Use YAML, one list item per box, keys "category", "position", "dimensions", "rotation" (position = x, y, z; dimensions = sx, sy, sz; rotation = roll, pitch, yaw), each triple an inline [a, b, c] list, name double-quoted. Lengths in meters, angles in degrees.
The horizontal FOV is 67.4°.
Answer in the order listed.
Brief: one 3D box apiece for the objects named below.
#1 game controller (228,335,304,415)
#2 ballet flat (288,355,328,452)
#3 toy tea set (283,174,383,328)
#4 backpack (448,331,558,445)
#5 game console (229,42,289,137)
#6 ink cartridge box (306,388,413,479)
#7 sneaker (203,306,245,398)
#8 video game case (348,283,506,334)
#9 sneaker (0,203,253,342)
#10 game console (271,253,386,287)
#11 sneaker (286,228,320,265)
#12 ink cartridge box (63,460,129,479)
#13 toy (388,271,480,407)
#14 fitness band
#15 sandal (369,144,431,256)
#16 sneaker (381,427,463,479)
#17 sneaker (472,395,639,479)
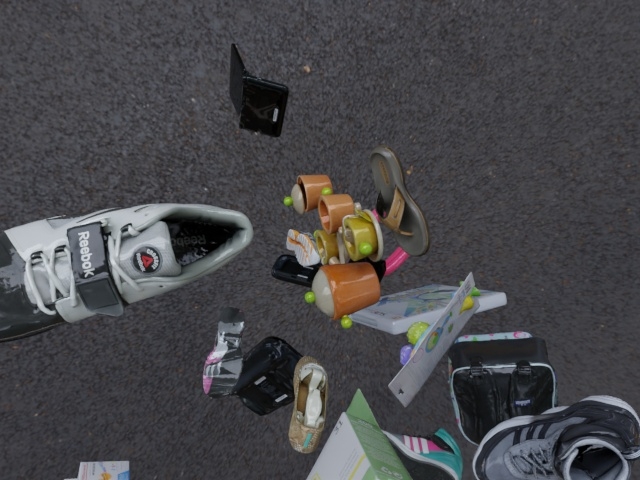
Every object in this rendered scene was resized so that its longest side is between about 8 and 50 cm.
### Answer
- category: "game controller"
  position: [-0.131, 0.344, 1.190]
  dimensions: [0.166, 0.319, 0.067]
  rotation: [36, 45, -11]
- category: "ballet flat"
  position: [-0.013, 0.275, 0.861]
  dimensions: [0.073, 0.206, 0.067]
  rotation: [17, 124, -11]
- category: "toy tea set"
  position: [0.000, 0.000, 0.877]
  dimensions: [0.124, 0.336, 0.200]
  rotation: [-13, 119, -14]
- category: "backpack"
  position: [0.404, 0.337, 1.079]
  dimensions: [0.225, 0.191, 0.253]
  rotation: [-8, 109, 16]
- category: "game console"
  position: [-0.104, -0.241, 0.784]
  dimensions: [0.107, 0.122, 0.071]
  rotation: [14, 63, -5]
- category: "ink cartridge box"
  position: [0.005, 0.254, 0.481]
  dimensions: [0.056, 0.235, 0.171]
  rotation: [29, 90, -11]
- category: "sneaker"
  position: [-0.184, 0.228, 0.955]
  dimensions: [0.072, 0.077, 0.178]
  rotation: [14, 56, -3]
- category: "video game case"
  position: [0.255, 0.171, 1.261]
  dimensions: [0.329, 0.300, 0.036]
  rotation: [-10, 93, -22]
- category: "sneaker"
  position: [-0.225, 0.016, 0.516]
  dimensions: [0.331, 0.146, 0.122]
  rotation: [-21, 96, -34]
- category: "game console"
  position: [0.025, 0.112, 1.561]
  dimensions: [0.361, 0.044, 0.213]
  rotation: [16, 120, -20]
- category: "sneaker"
  position: [-0.034, 0.017, 1.428]
  dimensions: [0.083, 0.215, 0.084]
  rotation: [7, 107, -23]
- category: "ink cartridge box"
  position: [-0.687, 0.737, 1.473]
  dimensions: [0.181, 0.104, 0.061]
  rotation: [10, 99, -25]
- category: "toy"
  position: [0.191, 0.168, 0.845]
  dimensions: [0.237, 0.137, 0.056]
  rotation: [-47, 52, -11]
- category: "fitness band"
  position: [0.223, -0.009, 1.627]
  dimensions: [0.291, 0.054, 0.209]
  rotation: [-47, 117, -2]
- category: "sandal"
  position: [0.135, -0.069, 0.894]
  dimensions: [0.060, 0.090, 0.219]
  rotation: [-25, 99, -32]
- category: "sneaker"
  position: [0.289, 0.613, 1.421]
  dimensions: [0.296, 0.178, 0.123]
  rotation: [17, 106, 32]
- category: "sneaker"
  position: [0.341, 0.326, 0.718]
  dimensions: [0.269, 0.153, 0.101]
  rotation: [-34, 80, 24]
